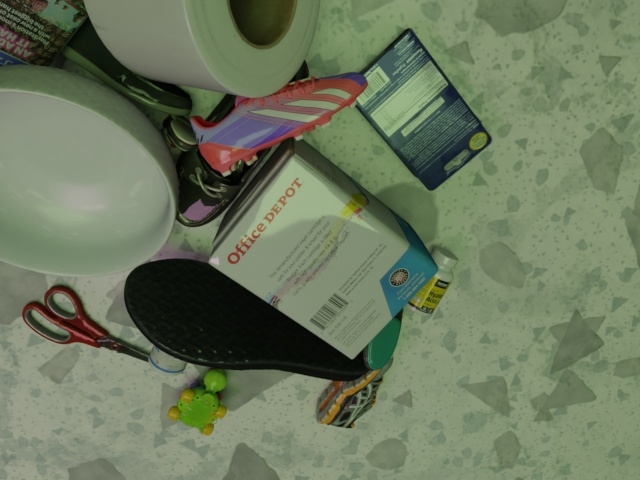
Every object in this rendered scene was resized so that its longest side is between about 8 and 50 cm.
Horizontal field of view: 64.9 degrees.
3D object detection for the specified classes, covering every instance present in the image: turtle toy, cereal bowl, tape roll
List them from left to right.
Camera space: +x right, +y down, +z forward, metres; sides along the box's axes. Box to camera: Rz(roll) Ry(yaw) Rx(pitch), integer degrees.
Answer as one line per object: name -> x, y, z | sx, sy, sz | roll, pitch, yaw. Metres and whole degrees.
cereal bowl -> -0.371, -0.103, 0.725 | 0.338, 0.141, 0.339 | -4, 137, -3
turtle toy -> -0.225, 0.305, 0.965 | 0.095, 0.066, 0.130 | 33, 106, -15
tape roll -> -0.132, -0.307, 0.606 | 0.169, 0.246, 0.246 | 19, 114, 28

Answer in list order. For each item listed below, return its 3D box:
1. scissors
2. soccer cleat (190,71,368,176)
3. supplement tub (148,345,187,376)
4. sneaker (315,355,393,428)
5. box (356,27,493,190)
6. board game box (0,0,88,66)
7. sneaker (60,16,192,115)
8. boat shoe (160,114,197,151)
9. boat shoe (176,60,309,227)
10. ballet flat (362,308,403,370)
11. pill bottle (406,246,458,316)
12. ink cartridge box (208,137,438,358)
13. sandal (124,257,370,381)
scissors -> -0.403, 0.193, 0.936 | 0.297, 0.021, 0.109 | 41, 101, -19
soccer cleat -> -0.057, -0.177, 0.683 | 0.248, 0.083, 0.095 | -26, 107, 10
supplement tub -> -0.262, 0.184, 0.912 | 0.071, 0.071, 0.107 | 22, 108, -12
sneaker -> 0.077, 0.284, 0.975 | 0.083, 0.084, 0.215 | 29, 116, -18
box -> 0.157, -0.201, 0.806 | 0.136, 0.036, 0.225 | -40, 108, 12
board game box -> -0.378, -0.371, 0.580 | 0.291, 0.232, 0.141 | -44, 69, 12
sneaker -> -0.269, -0.277, 0.721 | 0.222, 0.083, 0.118 | 30, 106, -13
boat shoe -> -0.213, -0.155, 0.747 | 0.049, 0.137, 0.043 | 31, 102, -33
boat shoe -> -0.138, -0.150, 0.774 | 0.112, 0.095, 0.335 | 34, 106, -16
ballet flat -> 0.111, 0.126, 0.896 | 0.074, 0.074, 0.203 | 16, 88, -10
pill bottle -> 0.198, 0.072, 0.902 | 0.065, 0.065, 0.116 | 21, 108, -12
ink cartridge box -> 0.000, 0.000, 0.788 | 0.270, 0.197, 0.198 | 37, 105, -17
sandal -> -0.117, 0.162, 0.863 | 0.445, 0.168, 0.107 | 20, 141, -19
